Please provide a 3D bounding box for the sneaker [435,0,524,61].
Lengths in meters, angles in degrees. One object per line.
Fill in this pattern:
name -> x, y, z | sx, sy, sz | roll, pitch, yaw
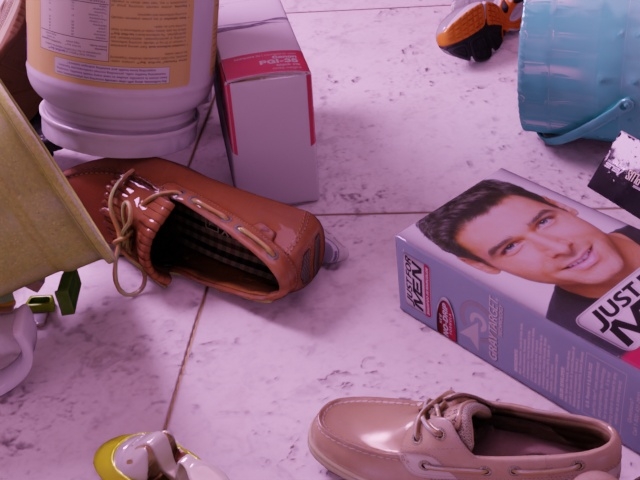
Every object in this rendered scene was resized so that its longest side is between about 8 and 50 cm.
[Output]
sneaker -> 0.255, -0.371, 1.741 | 0.121, 0.099, 0.262 | 13, 33, 37

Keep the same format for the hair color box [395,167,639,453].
hair color box -> 0.277, 0.067, 1.108 | 0.185, 0.113, 0.374 | -31, 42, -29

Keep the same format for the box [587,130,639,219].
box -> 0.422, -0.039, 1.181 | 0.180, 0.077, 0.147 | 18, 17, -41

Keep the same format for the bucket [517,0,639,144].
bucket -> 0.379, -0.261, 1.416 | 0.183, 0.281, 0.281 | 6, 38, 19

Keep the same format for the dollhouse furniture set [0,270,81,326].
dollhouse furniture set -> -0.369, 0.067, 1.246 | 0.152, 0.076, 0.058 | -4, 35, 3

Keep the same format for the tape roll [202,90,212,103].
tape roll -> -0.285, -0.307, 1.597 | 0.246, 0.169, 0.246 | 5, 15, -1

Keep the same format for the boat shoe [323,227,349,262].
boat shoe -> 0.000, 0.000, 1.318 | 0.035, 0.035, 0.100 | 1, 22, -39

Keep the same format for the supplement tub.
supplement tub -> -0.248, -0.293, 1.302 | 0.241, 0.331, 0.241 | 6, 24, -3

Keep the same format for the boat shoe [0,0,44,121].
boat shoe -> -0.384, -0.322, 1.427 | 0.341, 0.122, 0.110 | -56, 40, 1

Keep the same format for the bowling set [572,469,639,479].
bowling set -> 0.262, 0.240, 0.839 | 0.287, 0.154, 0.200 | 0, 37, 8

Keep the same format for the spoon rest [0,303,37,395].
spoon rest -> -0.438, 0.156, 1.152 | 0.276, 0.084, 0.137 | -18, 34, 7

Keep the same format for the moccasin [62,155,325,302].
moccasin -> -0.186, -0.007, 1.282 | 0.380, 0.139, 0.147 | 21, 35, 20

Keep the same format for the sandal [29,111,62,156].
sandal -> -0.513, -0.135, 1.543 | 0.446, 0.107, 0.167 | -4, 35, 26

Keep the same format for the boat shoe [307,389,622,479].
boat shoe -> 0.131, 0.186, 0.981 | 0.302, 0.098, 0.109 | 8, 39, 20

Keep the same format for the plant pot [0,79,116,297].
plant pot -> -0.407, -0.027, 1.139 | 0.254, 0.276, 0.276 | -32, 41, -9

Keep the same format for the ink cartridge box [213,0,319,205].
ink cartridge box -> -0.086, -0.205, 1.458 | 0.117, 0.207, 0.283 | -9, 37, -6

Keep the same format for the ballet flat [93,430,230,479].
ballet flat -> -0.137, 0.226, 0.990 | 0.231, 0.077, 0.077 | 24, 46, 35
